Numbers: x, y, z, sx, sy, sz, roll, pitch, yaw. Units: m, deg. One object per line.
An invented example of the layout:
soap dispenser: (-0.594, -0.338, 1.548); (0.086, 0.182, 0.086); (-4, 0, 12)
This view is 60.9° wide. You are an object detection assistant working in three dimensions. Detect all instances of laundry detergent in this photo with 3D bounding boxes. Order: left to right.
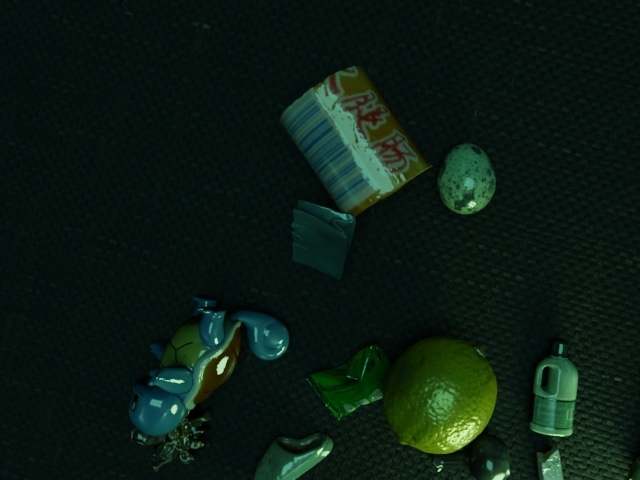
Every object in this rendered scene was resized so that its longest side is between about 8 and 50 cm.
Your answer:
laundry detergent: (0.565, 0.351, 1.309); (0.099, 0.070, 0.225); (5, 94, 10)

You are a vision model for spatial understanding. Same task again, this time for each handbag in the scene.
handbag: (0.000, 0.000, 1.272); (0.144, 0.221, 0.057); (20, 60, 10)

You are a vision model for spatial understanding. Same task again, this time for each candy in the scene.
candy: (0.086, 0.349, 1.344); (0.203, 0.078, 0.141); (-32, 90, 10)

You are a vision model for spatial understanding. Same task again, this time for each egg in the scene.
egg: (0.341, -0.146, 1.274); (0.133, 0.132, 0.172); (1, 81, 4)

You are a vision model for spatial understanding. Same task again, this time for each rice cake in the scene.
rice cake: (0.575, 0.679, 1.322); (0.056, 0.073, 0.364); (-9, 92, 8)

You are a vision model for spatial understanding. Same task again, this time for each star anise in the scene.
star anise: (-0.381, 0.467, 1.374); (0.214, 0.099, 0.219); (-16, 91, -4)

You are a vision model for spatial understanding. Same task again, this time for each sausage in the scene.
sausage: (0.076, -0.220, 1.242); (0.233, 0.233, 0.287); (-34, 88, 5)

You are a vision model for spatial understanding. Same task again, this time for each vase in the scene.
vase: (0.362, 0.533, 1.318); (0.183, 0.120, 0.120); (-9, 92, 18)

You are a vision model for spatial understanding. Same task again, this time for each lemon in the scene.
lemon: (0.271, 0.350, 1.248); (0.268, 0.267, 0.267); (0, 93, 4)

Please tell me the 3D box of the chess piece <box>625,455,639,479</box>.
chess piece: (0.826, 0.467, 1.248); (0.195, 0.194, 0.298); (20, 102, 3)

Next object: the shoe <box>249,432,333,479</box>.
shoe: (-0.092, 0.543, 1.355); (0.251, 0.103, 0.100); (-32, 91, 0)

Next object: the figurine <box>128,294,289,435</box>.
figurine: (-0.291, 0.265, 1.302); (0.417, 0.298, 0.242); (-33, 110, -15)
